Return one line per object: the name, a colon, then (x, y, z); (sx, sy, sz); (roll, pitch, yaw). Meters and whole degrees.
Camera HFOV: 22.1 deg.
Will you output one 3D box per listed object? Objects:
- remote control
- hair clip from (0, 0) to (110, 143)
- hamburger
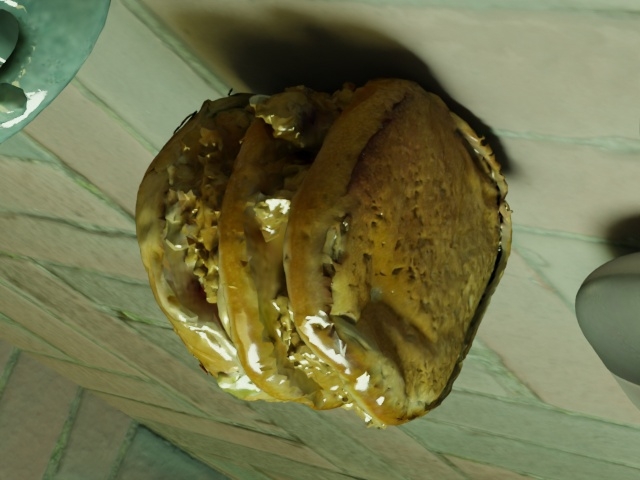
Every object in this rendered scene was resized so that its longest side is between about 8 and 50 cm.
remote control: (0.313, 0.096, 1.223); (0.221, 0.103, 0.332); (9, 158, 30)
hair clip: (-0.227, -0.198, 0.741); (0.318, 0.238, 0.392); (30, 162, -34)
hamburger: (0.008, 0.007, 1.132); (0.211, 0.245, 0.260); (0, -167, 33)
